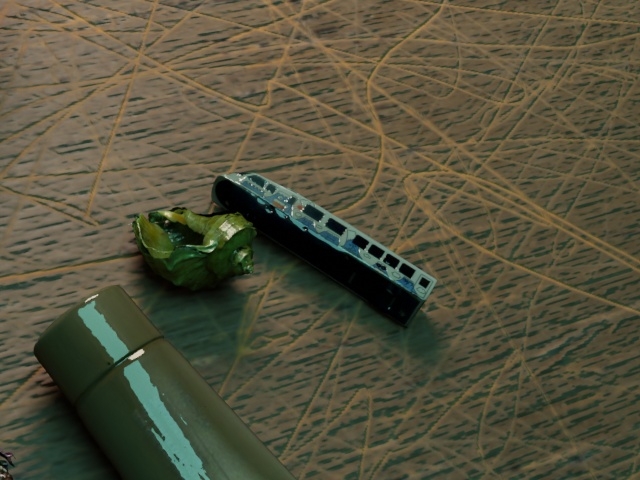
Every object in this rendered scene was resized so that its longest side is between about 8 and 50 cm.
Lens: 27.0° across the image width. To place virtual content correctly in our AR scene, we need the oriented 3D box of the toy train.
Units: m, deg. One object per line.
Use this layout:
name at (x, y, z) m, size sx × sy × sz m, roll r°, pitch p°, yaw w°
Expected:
toy train at (0.000, 0.000, 1.148) m, size 0.208 × 0.043 × 0.047 m, roll 31°, pitch 49°, yaw 3°

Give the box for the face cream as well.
face cream at (-0.074, 0.186, 0.972) m, size 0.137 × 0.084 × 0.341 m, roll -34°, pitch 80°, yaw -36°

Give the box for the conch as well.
conch at (-0.104, 0.002, 1.086) m, size 0.121 × 0.074 × 0.089 m, roll 26°, pitch 12°, yaw 25°

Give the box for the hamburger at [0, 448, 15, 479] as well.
hamburger at (-0.266, 0.186, 0.870) m, size 0.190 × 0.093 × 0.164 m, roll 8°, pitch 47°, yaw 0°
